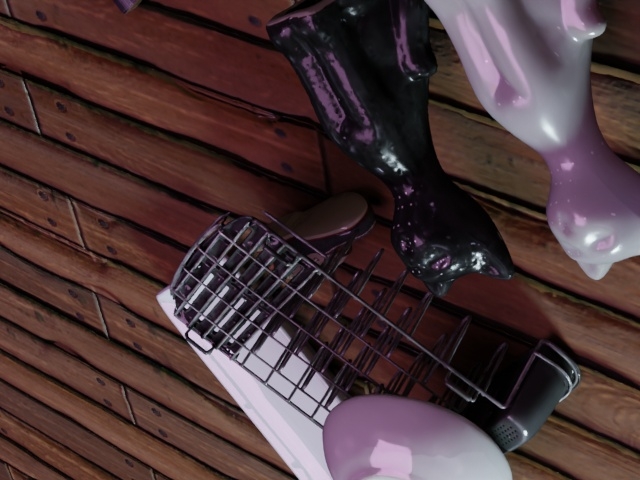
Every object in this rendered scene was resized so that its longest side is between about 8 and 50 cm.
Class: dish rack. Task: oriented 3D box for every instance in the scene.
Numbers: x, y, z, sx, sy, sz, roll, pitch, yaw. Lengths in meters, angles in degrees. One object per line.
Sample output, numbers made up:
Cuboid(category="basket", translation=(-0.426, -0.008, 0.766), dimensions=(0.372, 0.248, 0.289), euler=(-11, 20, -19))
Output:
Cuboid(category="dish rack", translation=(0.024, 0.075, 1.047), dimensions=(0.271, 0.074, 0.208), euler=(37, 146, -4))

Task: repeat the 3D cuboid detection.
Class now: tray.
Cuboid(category="tray", translation=(-0.023, 0.128, 1.243), dimensions=(0.270, 0.030, 0.145), euler=(52, 148, -5))

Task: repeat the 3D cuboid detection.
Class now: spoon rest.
Cuboid(category="spoon rest", translation=(0.076, 0.205, 1.063), dimensions=(0.137, 0.084, 0.276), euler=(8, 133, 20))

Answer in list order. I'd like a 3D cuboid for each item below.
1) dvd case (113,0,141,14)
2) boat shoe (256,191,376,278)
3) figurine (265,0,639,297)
Cuboid(category="dvd case", translation=(-0.139, -0.266, 0.986), dimensions=(0.164, 0.018, 0.221), euler=(53, 148, -4))
Cuboid(category="boat shoe", translation=(0.000, 0.000, 1.069), dimensions=(0.043, 0.049, 0.137), euler=(51, 147, -15))
Cuboid(category="figurine", translation=(0.094, -0.063, 0.839), dimensions=(0.215, 0.092, 0.209), euler=(-7, 113, 51))
